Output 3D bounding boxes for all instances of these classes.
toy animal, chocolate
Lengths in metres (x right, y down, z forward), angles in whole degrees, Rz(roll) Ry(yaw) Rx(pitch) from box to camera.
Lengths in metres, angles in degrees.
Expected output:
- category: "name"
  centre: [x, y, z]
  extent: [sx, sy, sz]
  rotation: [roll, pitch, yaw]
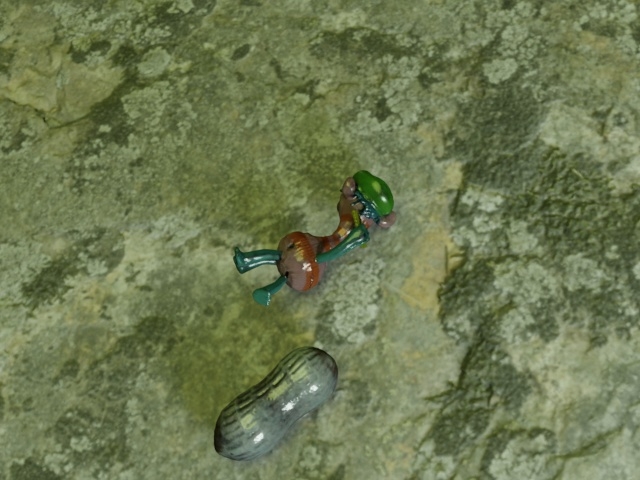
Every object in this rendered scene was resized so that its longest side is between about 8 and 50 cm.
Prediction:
- category: "toy animal"
  centre: [0.000, 0.000, 1.430]
  extent: [0.208, 0.100, 0.103]
  rotation: [-29, 21, -16]
- category: "chocolate"
  centre: [-0.050, 0.184, 1.365]
  extent: [0.167, 0.072, 0.072]
  rotation: [-39, 61, -10]
